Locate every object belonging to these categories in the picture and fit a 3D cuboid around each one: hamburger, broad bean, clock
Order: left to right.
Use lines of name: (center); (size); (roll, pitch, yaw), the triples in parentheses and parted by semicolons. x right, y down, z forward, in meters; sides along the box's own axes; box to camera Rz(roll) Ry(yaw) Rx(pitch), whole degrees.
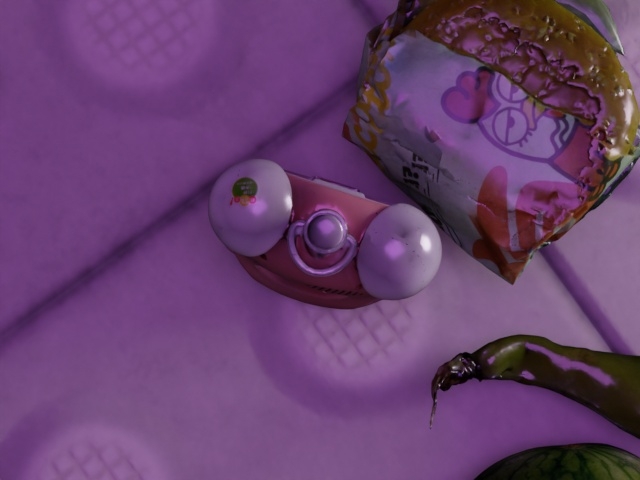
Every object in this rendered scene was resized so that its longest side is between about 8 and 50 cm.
clock: (0.000, 0.000, 1.325); (0.165, 0.162, 0.093); (18, 89, -1)
hamburger: (0.143, -0.111, 1.353); (0.235, 0.125, 0.214); (-43, 92, -2)
broad bean: (0.235, 0.124, 1.370); (0.318, 0.056, 0.098); (6, 50, -3)

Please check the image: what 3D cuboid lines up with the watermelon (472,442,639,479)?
watermelon: (0.180, 0.261, 1.335); (0.204, 0.127, 0.232); (16, 89, 0)
